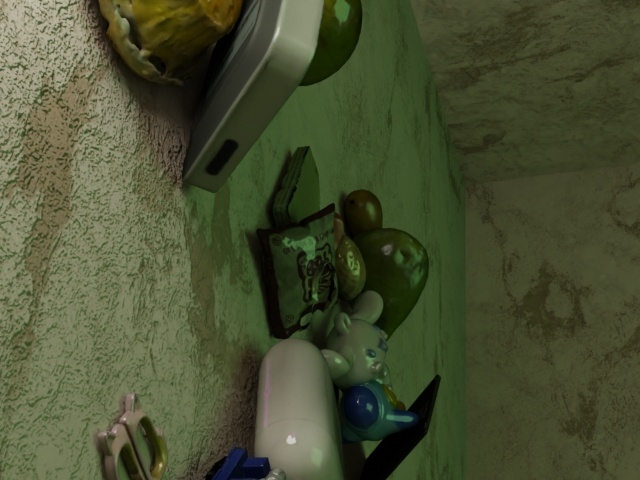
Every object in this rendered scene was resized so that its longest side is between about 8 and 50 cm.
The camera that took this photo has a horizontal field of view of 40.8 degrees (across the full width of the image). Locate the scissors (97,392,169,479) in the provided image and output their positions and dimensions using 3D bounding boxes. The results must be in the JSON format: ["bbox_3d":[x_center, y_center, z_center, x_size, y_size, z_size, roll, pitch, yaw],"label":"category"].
[{"bbox_3d":[-0.235,0.371,1.207,0.160,0.024,0.317,-63,142,-60],"label":"scissors"}]

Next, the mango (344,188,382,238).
[{"bbox_3d":[0.124,-0.049,2.355,0.227,0.099,0.136,72,13,-56],"label":"mango"}]

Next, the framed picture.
[{"bbox_3d":[0.178,0.501,2.080,0.338,0.014,0.255,-56,180,25],"label":"framed picture"}]

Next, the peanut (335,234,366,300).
[{"bbox_3d":[0.053,0.060,2.060,0.140,0.109,0.159,-122,-163,-47],"label":"peanut"}]

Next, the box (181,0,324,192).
[{"bbox_3d":[-0.107,-0.306,1.394,0.091,0.367,0.372,23,50,-20],"label":"box"}]

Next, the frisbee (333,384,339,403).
[{"bbox_3d":[0.025,0.350,2.029,0.110,0.014,0.110,-7,90,-73],"label":"frisbee"}]

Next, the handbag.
[{"bbox_3d":[-0.034,0.058,1.754,0.213,0.127,0.234,-26,115,-45],"label":"handbag"}]

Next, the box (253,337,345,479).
[{"bbox_3d":[-0.035,0.365,1.546,0.349,0.141,0.288,-94,176,-58],"label":"box"}]

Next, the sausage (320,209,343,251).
[{"bbox_3d":[0.000,0.000,1.967,0.089,0.089,0.179,64,35,-46],"label":"sausage"}]

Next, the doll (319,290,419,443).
[{"bbox_3d":[0.112,0.327,1.974,0.376,0.187,0.365,-34,110,-47],"label":"doll"}]

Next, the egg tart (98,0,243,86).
[{"bbox_3d":[-0.224,-0.427,1.316,0.388,0.169,0.387,-2,90,-72],"label":"egg tart"}]

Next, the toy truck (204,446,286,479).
[{"bbox_3d":[-0.107,0.437,1.331,0.161,0.177,0.213,-50,130,-68],"label":"toy truck"}]

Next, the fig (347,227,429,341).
[{"bbox_3d":[0.139,0.114,2.200,0.314,0.233,0.233,-55,156,-1],"label":"fig"}]

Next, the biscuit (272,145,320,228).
[{"bbox_3d":[-0.050,-0.085,1.894,0.252,0.052,0.150,-72,154,-49],"label":"biscuit"}]

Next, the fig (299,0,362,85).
[{"bbox_3d":[-0.041,-0.435,1.740,0.326,0.258,0.257,67,21,-74],"label":"fig"}]
